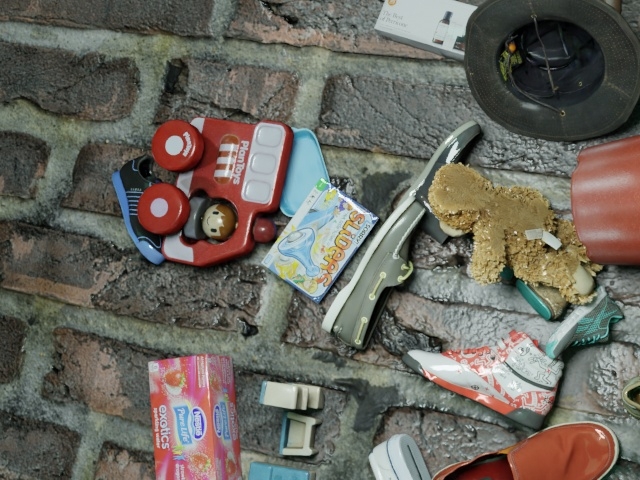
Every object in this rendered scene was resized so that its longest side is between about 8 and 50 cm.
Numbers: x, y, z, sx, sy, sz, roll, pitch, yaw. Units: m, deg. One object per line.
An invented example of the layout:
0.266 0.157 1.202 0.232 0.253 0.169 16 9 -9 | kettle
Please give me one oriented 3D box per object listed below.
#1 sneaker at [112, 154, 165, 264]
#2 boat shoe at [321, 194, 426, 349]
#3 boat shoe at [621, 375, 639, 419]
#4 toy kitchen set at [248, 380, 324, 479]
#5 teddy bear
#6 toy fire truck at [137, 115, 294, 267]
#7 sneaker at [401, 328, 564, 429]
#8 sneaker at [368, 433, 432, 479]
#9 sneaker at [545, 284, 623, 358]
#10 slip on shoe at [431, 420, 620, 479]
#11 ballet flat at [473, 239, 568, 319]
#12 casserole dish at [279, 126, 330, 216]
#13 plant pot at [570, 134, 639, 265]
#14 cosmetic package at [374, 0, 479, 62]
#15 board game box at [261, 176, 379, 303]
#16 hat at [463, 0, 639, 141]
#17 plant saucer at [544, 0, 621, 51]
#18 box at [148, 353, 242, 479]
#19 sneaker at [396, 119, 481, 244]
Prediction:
-0.349 -0.068 2.013 0.090 0.081 0.232 -32 70 19 | sneaker
0.114 0.060 1.799 0.091 0.109 0.305 34 106 12 | boat shoe
0.634 0.259 1.594 0.285 0.089 0.104 -6 78 18 | boat shoe
-0.084 0.361 1.794 0.122 0.166 0.207 4 81 20 | toy kitchen set
0.333 -0.007 1.696 0.338 0.113 0.245 14 56 -7 | teddy bear
-0.194 -0.095 1.916 0.254 0.169 0.302 10 85 20 | toy fire truck
0.288 0.211 1.730 0.270 0.090 0.145 24 88 19 | sneaker
0.160 0.473 1.739 0.091 0.094 0.258 -31 67 34 | sneaker
0.451 0.151 1.673 0.166 0.065 0.076 -42 80 -19 | sneaker
0.343 0.389 1.659 0.331 0.101 0.123 -17 74 5 | slip on shoe
0.361 0.052 1.753 0.067 0.073 0.206 -35 71 -17 | ballet flat
-0.039 -0.130 1.937 0.114 0.037 0.188 -21 75 15 | casserole dish
0.562 -0.067 1.581 0.265 0.272 0.272 -6 78 37 | plant pot
0.230 -0.407 1.876 0.239 0.060 0.099 21 87 22 | cosmetic package
0.000 0.000 1.876 0.136 0.035 0.201 35 96 4 | board game box
0.421 -0.327 1.733 0.331 0.331 0.134 24 47 22 | hat
0.449 -0.428 1.815 0.199 0.036 0.198 -4 79 18 | plant saucer
-0.237 0.349 1.874 0.128 0.122 0.256 -9 77 17 | box
0.250 -0.105 1.811 0.118 0.083 0.222 40 105 17 | sneaker
